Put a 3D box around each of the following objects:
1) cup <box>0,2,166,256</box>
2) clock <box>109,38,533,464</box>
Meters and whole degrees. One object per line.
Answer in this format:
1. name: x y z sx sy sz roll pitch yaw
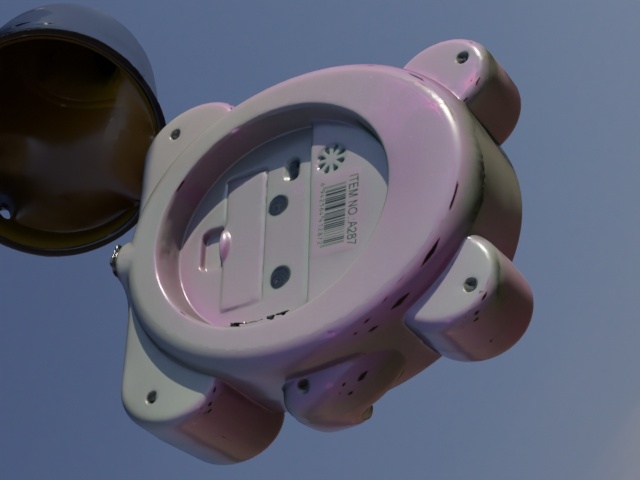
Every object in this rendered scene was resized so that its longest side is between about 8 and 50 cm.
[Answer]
1. cup: -0.256 -0.088 1.179 0.256 0.255 0.178 -117 2 -73
2. clock: 0.000 0.000 0.809 0.090 0.248 0.227 39 -137 -46
